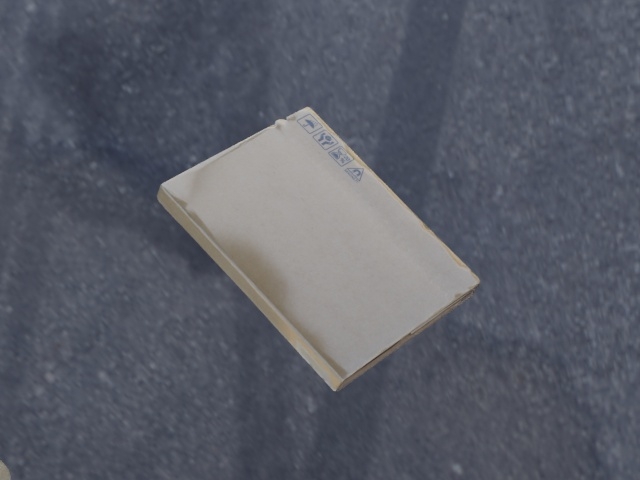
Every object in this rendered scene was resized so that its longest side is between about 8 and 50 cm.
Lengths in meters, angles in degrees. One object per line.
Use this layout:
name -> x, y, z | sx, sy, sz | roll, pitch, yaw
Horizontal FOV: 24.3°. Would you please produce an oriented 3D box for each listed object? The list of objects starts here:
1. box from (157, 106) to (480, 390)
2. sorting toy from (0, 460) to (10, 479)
box -> 0.000, 0.000, 1.109 | 0.164, 0.021, 0.201 | -32, 71, -38
sorting toy -> -0.184, 0.016, 0.449 | 0.041, 0.229, 0.307 | -31, 16, 9
